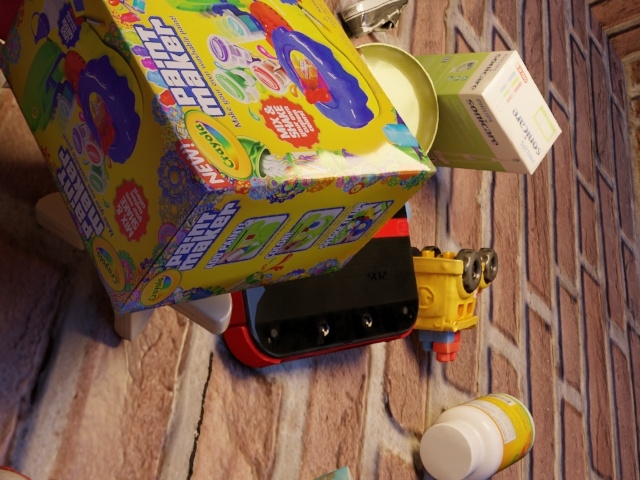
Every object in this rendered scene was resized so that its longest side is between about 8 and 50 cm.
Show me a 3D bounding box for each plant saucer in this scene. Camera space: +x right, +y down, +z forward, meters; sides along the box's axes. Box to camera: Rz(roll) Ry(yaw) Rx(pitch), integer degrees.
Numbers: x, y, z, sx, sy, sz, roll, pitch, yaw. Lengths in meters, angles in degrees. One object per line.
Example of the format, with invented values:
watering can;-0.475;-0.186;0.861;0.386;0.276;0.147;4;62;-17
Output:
plant saucer;0.098;-0.227;1.489;0.241;0.037;0.241;-2;94;-24

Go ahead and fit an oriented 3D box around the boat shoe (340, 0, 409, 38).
boat shoe;0.117;-0.448;1.665;0.219;0.078;0.070;-34;105;-46

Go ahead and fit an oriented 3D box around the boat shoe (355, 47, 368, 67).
boat shoe;0.009;-0.207;1.360;0.257;0.095;0.095;-49;127;-29

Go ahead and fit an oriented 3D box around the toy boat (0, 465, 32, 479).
toy boat;-0.309;0.315;0.712;0.151;0.151;0.231;78;19;-55

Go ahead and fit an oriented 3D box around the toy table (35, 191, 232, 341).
toy table;-0.175;-0.014;0.947;0.161;0.274;0.252;-47;150;-40

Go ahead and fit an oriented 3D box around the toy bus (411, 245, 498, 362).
toy bus;0.239;0.115;1.563;0.220;0.149;0.211;-4;94;-58

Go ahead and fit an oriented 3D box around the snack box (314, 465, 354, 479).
snack box;0.077;0.490;1.142;0.187;0.060;0.322;-117;-175;-87

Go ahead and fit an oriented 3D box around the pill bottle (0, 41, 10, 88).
pill bottle;-0.367;-0.184;0.868;0.116;0.065;0.065;-8;84;-56

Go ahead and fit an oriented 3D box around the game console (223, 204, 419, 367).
game console;0.000;0.000;1.260;0.386;0.060;0.342;-4;83;-46

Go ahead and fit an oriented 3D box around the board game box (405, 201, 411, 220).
board game box;0.098;-0.054;1.443;0.133;0.033;0.168;51;39;-27

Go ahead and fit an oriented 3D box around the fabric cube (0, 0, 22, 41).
fabric cube;-0.317;-0.396;0.808;0.258;0.254;0.259;29;53;-25

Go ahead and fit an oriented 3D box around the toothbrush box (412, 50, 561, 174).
toothbrush box;0.282;-0.245;1.612;0.122;0.283;0.206;-52;123;-17

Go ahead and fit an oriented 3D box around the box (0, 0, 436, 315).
box;-0.098;-0.115;0.786;0.279;0.177;0.290;-10;62;-45

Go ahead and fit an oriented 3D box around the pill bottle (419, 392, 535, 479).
pill bottle;0.281;0.360;1.515;0.246;0.136;0.136;0;77;-55
